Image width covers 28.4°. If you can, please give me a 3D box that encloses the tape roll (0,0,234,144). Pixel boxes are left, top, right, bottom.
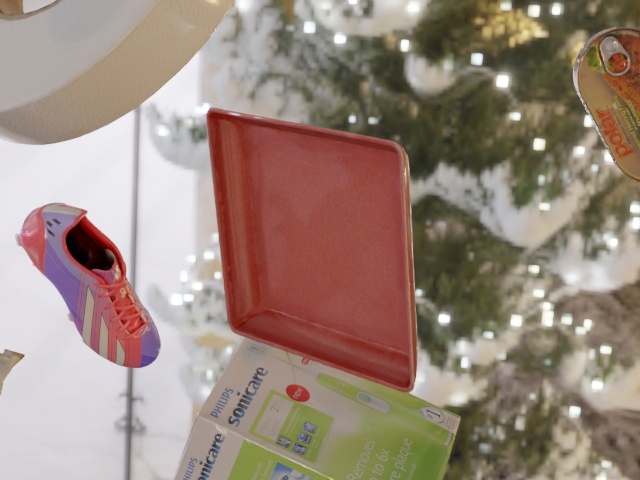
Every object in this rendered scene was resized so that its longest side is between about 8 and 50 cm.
[{"bbox_3d":[-0.216,-0.272,1.126,0.392,0.392,0.072,16,168,39],"label":"tape roll"}]

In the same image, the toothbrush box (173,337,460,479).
[{"bbox_3d":[0.000,0.247,1.490,0.283,0.122,0.206,24,-148,5],"label":"toothbrush box"}]

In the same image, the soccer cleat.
[{"bbox_3d":[-0.241,0.057,1.411,0.095,0.248,0.083,-3,-138,38],"label":"soccer cleat"}]

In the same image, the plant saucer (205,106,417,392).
[{"bbox_3d":[0.000,0.000,1.279,0.258,0.259,0.048,15,-152,39],"label":"plant saucer"}]

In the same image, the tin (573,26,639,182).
[{"bbox_3d":[0.359,-0.154,1.443,0.106,0.190,0.040,-30,-166,1],"label":"tin"}]

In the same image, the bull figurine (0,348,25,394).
[{"bbox_3d":[-0.409,0.191,1.312,0.101,0.188,0.310,15,177,24],"label":"bull figurine"}]
